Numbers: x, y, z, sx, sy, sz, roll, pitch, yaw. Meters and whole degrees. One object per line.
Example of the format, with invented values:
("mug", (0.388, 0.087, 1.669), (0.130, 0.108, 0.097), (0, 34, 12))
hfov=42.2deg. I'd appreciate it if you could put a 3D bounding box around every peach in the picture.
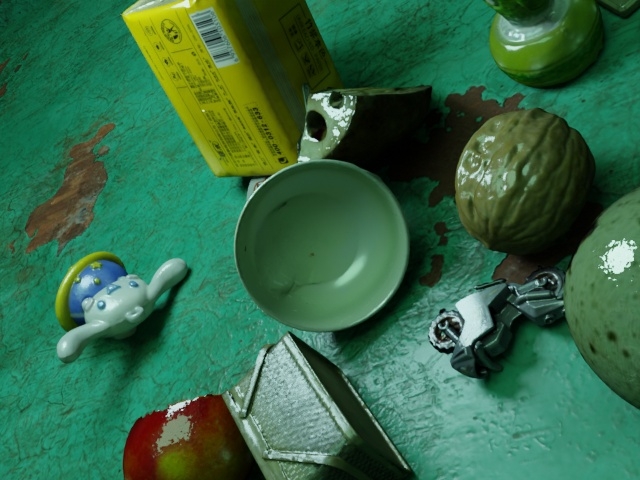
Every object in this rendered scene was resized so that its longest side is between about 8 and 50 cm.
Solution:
("peach", (-0.201, 0.320, 1.302), (0.226, 0.190, 0.196), (-61, 24, 0))

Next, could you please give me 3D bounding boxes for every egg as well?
("egg", (0.446, 0.063, 0.864), (0.379, 0.287, 0.287), (-6, 56, 32))

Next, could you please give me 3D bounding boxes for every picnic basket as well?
("picnic basket", (-0.007, 0.275, 1.187), (0.139, 0.165, 0.266), (-45, 42, 4))

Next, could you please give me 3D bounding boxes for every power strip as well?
("power strip", (0.487, -0.436, 1.402), (0.076, 0.028, 0.169), (-42, 43, 9))

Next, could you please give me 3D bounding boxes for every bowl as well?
("bowl", (0.000, 0.000, 1.346), (0.277, 0.277, 0.145), (-45, 9, 4))

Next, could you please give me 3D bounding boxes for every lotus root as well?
("lotus root", (0.081, -0.197, 1.438), (0.210, 0.314, 0.142), (7, 106, 32))

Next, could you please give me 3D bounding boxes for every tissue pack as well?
("tissue pack", (-0.146, -0.330, 1.581), (0.293, 0.382, 0.228), (0, 38, 41))

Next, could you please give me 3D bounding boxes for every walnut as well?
("walnut", (0.288, -0.078, 1.190), (0.213, 0.213, 0.213), (-23, 47, 27))

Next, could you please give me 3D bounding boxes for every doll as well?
("doll", (-0.441, 0.148, 1.657), (0.243, 0.159, 0.311), (17, 40, 20))

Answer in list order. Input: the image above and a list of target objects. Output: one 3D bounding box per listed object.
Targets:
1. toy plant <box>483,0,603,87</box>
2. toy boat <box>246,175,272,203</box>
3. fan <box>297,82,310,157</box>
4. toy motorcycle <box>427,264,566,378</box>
("toy plant", (0.310, -0.398, 1.309), (0.184, 0.316, 0.224), (-39, 44, 12))
("toy boat", (-0.072, -0.044, 1.541), (0.129, 0.088, 0.295), (-44, 42, 6))
("fan", (-0.012, -0.172, 1.483), (0.008, 0.152, 0.226), (-12, 86, 26))
("toy motorcycle", (0.251, 0.115, 1.152), (0.215, 0.080, 0.122), (-27, 45, 17))
